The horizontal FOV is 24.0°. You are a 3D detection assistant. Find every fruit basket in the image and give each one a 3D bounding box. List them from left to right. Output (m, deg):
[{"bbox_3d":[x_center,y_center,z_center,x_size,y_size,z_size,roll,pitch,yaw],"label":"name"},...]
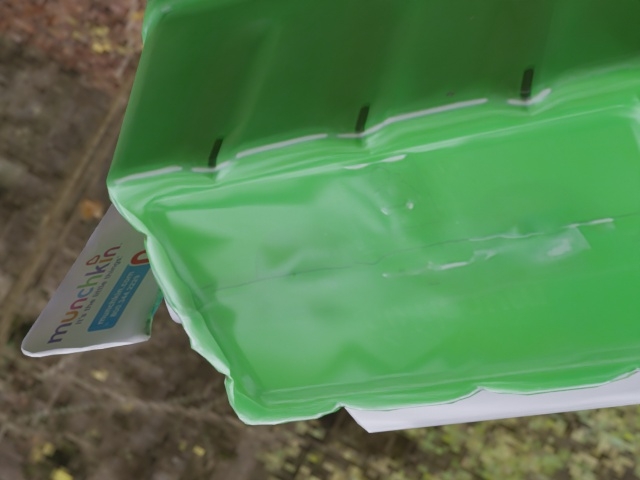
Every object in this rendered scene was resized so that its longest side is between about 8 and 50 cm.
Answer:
[{"bbox_3d":[0.090,-0.080,0.574,0.327,0.353,0.165,-11,115,29],"label":"fruit basket"}]

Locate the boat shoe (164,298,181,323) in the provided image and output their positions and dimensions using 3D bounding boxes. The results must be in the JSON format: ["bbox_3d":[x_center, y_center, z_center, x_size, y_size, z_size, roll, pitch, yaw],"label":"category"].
[{"bbox_3d":[0.000,0.009,0.988,0.156,0.135,0.367,0,167,9],"label":"boat shoe"}]
